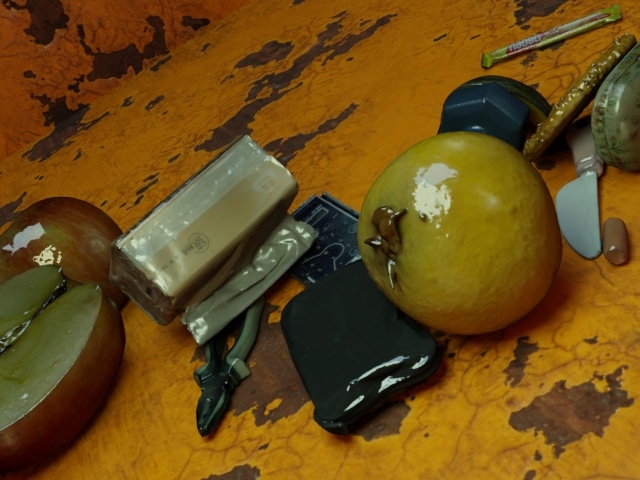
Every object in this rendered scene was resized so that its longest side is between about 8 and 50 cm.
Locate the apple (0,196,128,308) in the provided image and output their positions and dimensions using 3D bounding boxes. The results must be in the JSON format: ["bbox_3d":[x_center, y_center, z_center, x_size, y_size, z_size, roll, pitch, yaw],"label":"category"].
[{"bbox_3d":[-0.510,0.065,1.836,0.302,0.301,0.301,-23,29,14],"label":"apple"}]

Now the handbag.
[{"bbox_3d":[0.049,0.142,1.333,0.192,0.075,0.332,-30,29,1],"label":"handbag"}]

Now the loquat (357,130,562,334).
[{"bbox_3d":[0.177,-0.013,1.235,0.275,0.275,0.275,-23,29,14],"label":"loquat"}]

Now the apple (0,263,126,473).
[{"bbox_3d":[-0.511,0.202,1.554,0.365,0.329,0.295,-45,-4,-27],"label":"apple"}]

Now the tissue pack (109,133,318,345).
[{"bbox_3d":[-0.174,0.013,1.573,0.305,0.238,0.238,-44,30,-24],"label":"tissue pack"}]

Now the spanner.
[{"bbox_3d":[-0.154,0.192,1.485,0.096,0.040,0.325,-20,28,18],"label":"spanner"}]

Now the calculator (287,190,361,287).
[{"bbox_3d":[0.000,0.000,1.635,0.166,0.028,0.274,-44,31,-8],"label":"calculator"}]

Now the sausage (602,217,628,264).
[{"bbox_3d":[0.403,0.000,1.266,0.034,0.034,0.083,-16,30,26],"label":"sausage"}]

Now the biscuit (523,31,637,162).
[{"bbox_3d":[0.410,-0.227,1.478,0.254,0.035,0.254,-46,-10,-11],"label":"biscuit"}]

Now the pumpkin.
[{"bbox_3d":[0.303,-0.263,1.681,0.254,0.149,0.130,-6,45,40],"label":"pumpkin"}]

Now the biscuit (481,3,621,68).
[{"bbox_3d":[0.468,-0.413,1.893,0.292,0.026,0.048,-17,50,24],"label":"biscuit"}]

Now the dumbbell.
[{"bbox_3d":[0.230,-0.119,1.514,0.160,0.144,0.325,-8,34,39],"label":"dumbbell"}]

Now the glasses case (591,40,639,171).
[{"bbox_3d":[0.559,-0.273,1.430,0.425,0.156,0.098,-44,39,-23],"label":"glasses case"}]

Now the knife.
[{"bbox_3d":[0.395,-0.084,1.410,0.081,0.043,0.336,-19,31,32],"label":"knife"}]
